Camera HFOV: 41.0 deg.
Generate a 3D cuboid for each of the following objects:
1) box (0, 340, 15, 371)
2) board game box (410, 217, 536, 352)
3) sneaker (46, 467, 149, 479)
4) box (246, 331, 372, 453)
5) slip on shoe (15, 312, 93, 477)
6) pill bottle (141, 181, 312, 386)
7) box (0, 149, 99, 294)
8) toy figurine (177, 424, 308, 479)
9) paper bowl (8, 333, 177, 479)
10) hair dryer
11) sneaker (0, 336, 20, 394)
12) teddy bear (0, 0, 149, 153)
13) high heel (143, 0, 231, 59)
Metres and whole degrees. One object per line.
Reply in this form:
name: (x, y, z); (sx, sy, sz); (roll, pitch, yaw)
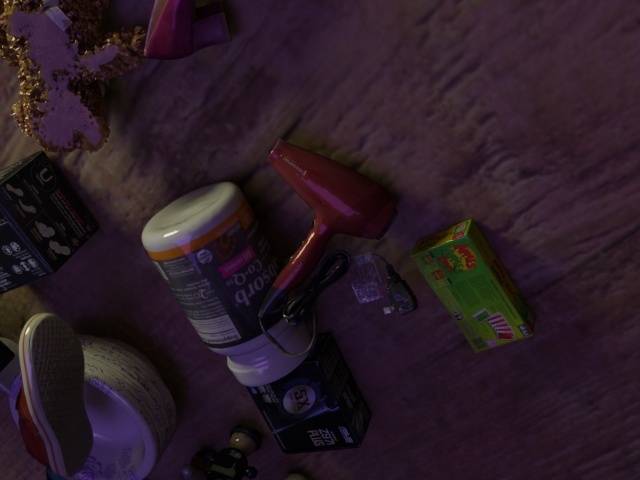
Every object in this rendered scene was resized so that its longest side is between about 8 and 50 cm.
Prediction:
box: (-0.717, 0.127, 1.397); (0.343, 0.179, 0.312); (40, 167, 4)
board game box: (0.214, 0.066, 1.192); (0.092, 0.043, 0.181); (-25, 110, 32)
sneaker: (-0.419, 0.519, 1.710); (0.302, 0.108, 0.121); (38, 128, 5)
box: (-0.022, 0.251, 1.386); (0.147, 0.077, 0.180); (-12, 116, 27)
slip on shoe: (-0.433, 0.244, 1.340); (0.101, 0.123, 0.331); (17, 132, 15)
pill bottle: (-0.129, 0.067, 1.255); (0.162, 0.162, 0.278); (-15, 116, 29)
box: (-0.511, -0.013, 1.368); (0.247, 0.142, 0.163); (-18, 115, 32)
toy figurine: (-0.147, 0.453, 1.536); (0.213, 0.148, 0.209); (44, 132, -12)
paper bowl: (-0.387, 0.285, 1.510); (0.284, 0.148, 0.284); (10, 124, 15)
hair dryer: (0.000, 0.000, 1.157); (0.223, 0.080, 0.293); (-18, 94, -5)
sneaker: (-0.624, 0.219, 1.618); (0.212, 0.080, 0.094); (49, 138, -5)
teddy bear: (-0.349, -0.290, 1.152); (0.245, 0.113, 0.338); (-14, 114, 11)
high heel: (-0.193, -0.340, 1.050); (0.117, 0.082, 0.244); (-14, 131, 0)
